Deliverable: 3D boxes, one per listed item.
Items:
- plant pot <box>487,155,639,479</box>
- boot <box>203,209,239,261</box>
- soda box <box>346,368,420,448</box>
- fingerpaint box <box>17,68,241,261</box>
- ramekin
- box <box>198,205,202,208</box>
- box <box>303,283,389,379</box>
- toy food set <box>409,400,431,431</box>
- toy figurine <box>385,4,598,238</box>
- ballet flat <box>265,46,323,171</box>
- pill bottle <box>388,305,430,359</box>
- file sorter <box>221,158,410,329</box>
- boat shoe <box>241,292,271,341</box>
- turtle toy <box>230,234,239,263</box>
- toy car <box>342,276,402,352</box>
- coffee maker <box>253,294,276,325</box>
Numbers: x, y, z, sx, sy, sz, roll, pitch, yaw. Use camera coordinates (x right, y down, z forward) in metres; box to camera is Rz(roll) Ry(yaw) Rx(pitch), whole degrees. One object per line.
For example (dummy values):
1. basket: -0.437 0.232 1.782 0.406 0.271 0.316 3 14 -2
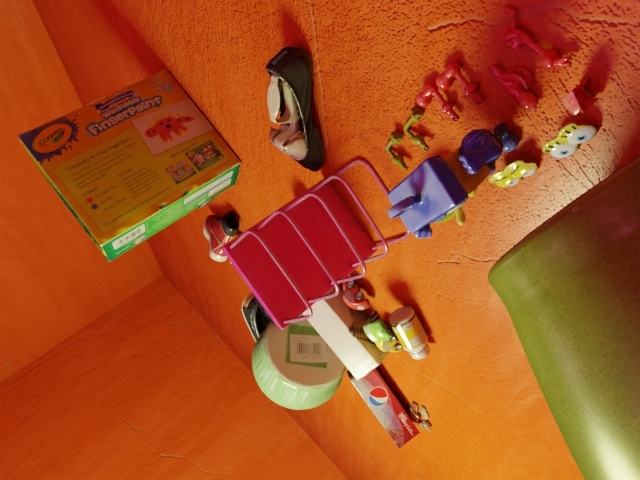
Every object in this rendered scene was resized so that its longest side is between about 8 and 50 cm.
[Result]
1. plant pot: 0.355 0.105 0.419 0.353 0.366 0.367 57 157 20
2. boot: -0.353 -0.064 1.670 0.176 0.088 0.244 -62 34 25
3. soda box: 0.189 0.494 1.410 0.263 0.083 0.092 55 175 -5
4. fingerpaint box: -0.521 -0.222 1.316 0.371 0.444 0.163 51 155 4
5. ramekin: -0.054 0.353 1.435 0.303 0.303 0.148 46 146 16
6. box: -0.458 -0.238 1.637 0.231 0.056 0.183 57 155 -8
7. box: 0.062 0.229 1.256 0.275 0.113 0.094 49 123 8
8. toy food set: 0.292 0.524 1.372 0.077 0.019 0.122 21 140 49
9. toy figurine: 0.142 -0.096 0.621 0.191 0.217 0.362 53 154 1
10. ballet flat: -0.061 -0.241 0.920 0.095 0.096 0.281 32 148 35
11. pill bottle: 0.211 0.217 1.073 0.065 0.065 0.116 -2 121 60
12. file sorter: 0.000 0.000 0.901 0.202 0.290 0.182 55 152 -4
13. boat shoe: -0.144 0.425 1.802 0.501 0.186 0.156 62 159 -7
14. turtle toy: -0.297 0.040 1.695 0.130 0.066 0.095 117 156 -62
15. toy car: 0.125 0.200 1.112 0.239 0.053 0.225 53 180 -1
16. coffee maker: -0.084 0.166 1.374 0.171 0.178 0.120 21 140 49
